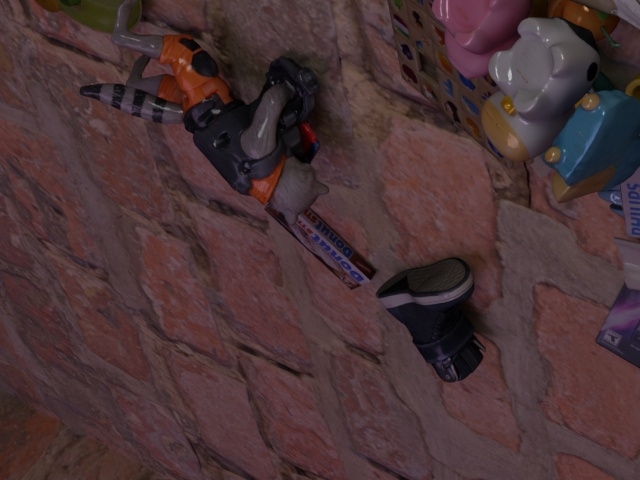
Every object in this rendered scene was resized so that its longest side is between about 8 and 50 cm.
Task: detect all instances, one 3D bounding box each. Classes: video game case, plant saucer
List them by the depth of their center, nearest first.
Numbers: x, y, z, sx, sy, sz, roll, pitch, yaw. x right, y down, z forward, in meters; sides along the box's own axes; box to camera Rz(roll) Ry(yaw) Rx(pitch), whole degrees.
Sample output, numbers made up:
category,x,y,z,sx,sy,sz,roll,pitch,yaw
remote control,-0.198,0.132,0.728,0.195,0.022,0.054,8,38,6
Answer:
category,x,y,z,sx,sy,sz,roll,pitch,yaw
video game case,0.449,0.106,1.927,0.196,0.026,0.274,31,154,12
plant saucer,-0.320,-0.372,2.085,0.241,0.037,0.241,30,153,17

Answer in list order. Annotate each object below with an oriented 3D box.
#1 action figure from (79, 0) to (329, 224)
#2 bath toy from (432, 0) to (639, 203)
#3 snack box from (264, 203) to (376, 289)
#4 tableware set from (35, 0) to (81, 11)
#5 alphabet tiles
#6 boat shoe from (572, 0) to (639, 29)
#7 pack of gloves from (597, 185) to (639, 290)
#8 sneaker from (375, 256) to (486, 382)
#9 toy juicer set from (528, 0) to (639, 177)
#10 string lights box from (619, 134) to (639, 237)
category,x,y,z,sx,sy,sz,roll,pitch,yaw
action figure,-0.136,-0.136,2.092,0.330,0.178,0.341,39,155,11
bath toy,0.177,-0.199,1.537,0.151,0.129,0.348,-51,60,34
snack box,0.000,0.000,2.310,0.178,0.022,0.064,43,152,-10
tableware set,-0.387,-0.349,2.143,0.154,0.024,0.104,7,143,45
alphabet tiles,0.150,-0.186,1.748,0.237,0.009,0.198,44,161,35
boat shoe,0.270,-0.265,1.463,0.302,0.113,0.103,46,156,7
pack of gloves,0.410,0.007,1.753,0.232,0.046,0.195,7,136,39
sneaker,0.181,0.112,2.179,0.163,0.086,0.226,54,161,-9
toy juicer set,0.235,-0.160,1.685,0.209,0.089,0.329,42,154,-10
string lights box,0.425,-0.054,1.552,0.259,0.077,0.133,7,148,20
